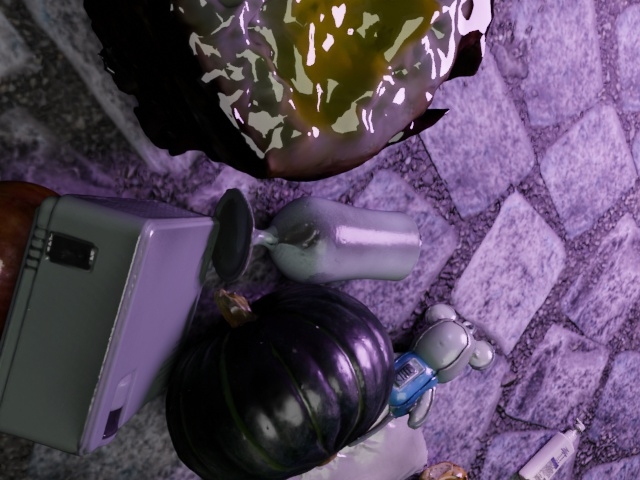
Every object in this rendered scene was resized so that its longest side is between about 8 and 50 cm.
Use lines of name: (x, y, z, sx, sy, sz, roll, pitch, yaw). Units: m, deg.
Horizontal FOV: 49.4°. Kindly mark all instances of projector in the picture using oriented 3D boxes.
projector: (-0.183, 0.059, 0.624, 0.099, 0.256, 0.192, 16, 93, 2)

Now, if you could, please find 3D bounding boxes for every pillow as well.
pillow: (0.046, 0.303, 0.916, 0.229, 0.051, 0.128, -25, 113, -23)

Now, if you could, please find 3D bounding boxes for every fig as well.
fig: (-0.308, 0.032, 0.618, 0.202, 0.148, 0.149, -19, 85, 12)

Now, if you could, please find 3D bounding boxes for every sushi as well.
sushi: (-0.034, -0.205, 0.618, 0.299, 0.294, 0.281, -21, 107, -25)

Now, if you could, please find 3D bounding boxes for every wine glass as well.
wine glass: (0.000, 0.000, 0.794, 0.231, 0.103, 0.103, 3, 100, -32)

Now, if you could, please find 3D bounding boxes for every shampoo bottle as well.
shampoo bottle: (0.374, 0.342, 1.113, 0.141, 0.034, 0.049, -39, 109, -16)

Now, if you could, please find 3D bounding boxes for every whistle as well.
whistle: (0.115, 0.182, 0.904, 0.235, 0.114, 0.077, -37, 155, -17)

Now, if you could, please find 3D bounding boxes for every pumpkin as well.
pumpkin: (-0.048, 0.142, 0.725, 0.250, 0.250, 0.216, -35, 97, -17)

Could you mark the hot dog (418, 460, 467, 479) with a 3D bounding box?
hot dog: (0.199, 0.442, 1.023, 0.083, 0.068, 0.289, -16, 114, -1)
